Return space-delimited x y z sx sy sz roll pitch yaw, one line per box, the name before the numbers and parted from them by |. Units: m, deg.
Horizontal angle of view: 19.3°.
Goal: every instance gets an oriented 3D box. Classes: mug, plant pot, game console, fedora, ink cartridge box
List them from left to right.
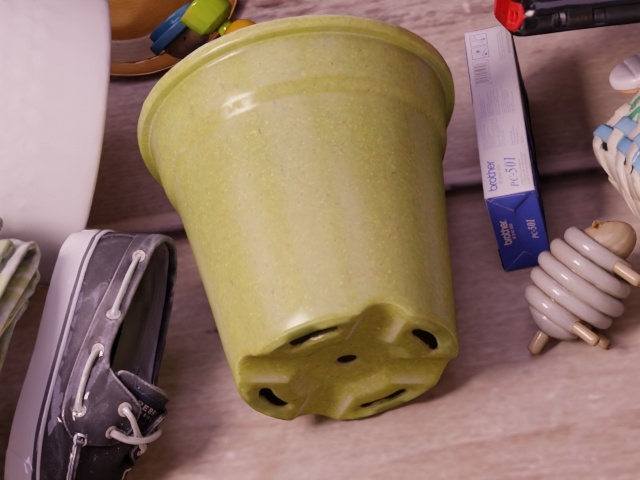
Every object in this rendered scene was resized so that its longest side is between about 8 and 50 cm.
mug | -0.387 -0.104 1.692 0.328 0.374 0.276 8 75 -17
fedora | -0.183 -0.253 1.928 0.194 0.079 0.194 -10 48 11
plant pot | 0.000 0.000 1.545 0.276 0.276 0.254 -14 59 6
ink cartridge box | 0.163 -0.084 1.652 0.046 0.097 0.207 -11 47 9
game console | 0.338 -0.210 1.538 0.386 0.060 0.342 -7 13 4

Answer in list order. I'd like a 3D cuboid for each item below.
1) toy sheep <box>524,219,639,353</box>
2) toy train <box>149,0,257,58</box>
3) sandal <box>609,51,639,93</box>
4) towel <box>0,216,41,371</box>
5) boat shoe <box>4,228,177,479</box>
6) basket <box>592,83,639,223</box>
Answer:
toy sheep | 0.212 0.039 1.538 0.091 0.091 0.132 40 96 39
toy train | -0.065 -0.173 1.693 0.143 0.248 0.105 46 68 -6
sandal | 0.373 -0.158 1.661 0.265 0.076 0.102 -22 17 -17
towel | -0.425 0.113 1.463 0.374 0.090 0.320 -4 42 13
boat shoe | -0.174 0.134 1.526 0.102 0.108 0.301 -1 66 24
basket | 0.375 -0.091 1.482 0.289 0.201 0.255 -29 14 2
